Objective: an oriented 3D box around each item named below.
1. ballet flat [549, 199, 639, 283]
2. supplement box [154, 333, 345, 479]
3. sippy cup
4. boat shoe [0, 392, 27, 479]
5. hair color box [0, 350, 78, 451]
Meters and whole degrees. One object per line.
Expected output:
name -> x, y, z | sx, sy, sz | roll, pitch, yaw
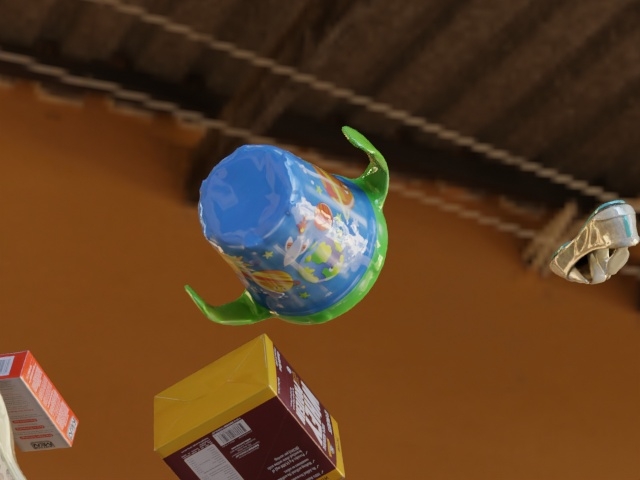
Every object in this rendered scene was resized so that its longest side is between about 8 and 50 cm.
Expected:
ballet flat -> 0.259, 0.015, 1.723 | 0.057, 0.052, 0.168 | -15, -17, -13
supplement box -> -0.100, 0.274, 2.534 | 0.191, 0.129, 0.194 | -30, -61, 12
sippy cup -> -0.054, -0.023, 2.592 | 0.240, 0.305, 0.224 | 6, -18, 32
boat shoe -> -0.396, 0.292, 2.107 | 0.105, 0.285, 0.089 | -11, 11, 38
hair color box -> -0.355, 0.195, 2.181 | 0.072, 0.043, 0.141 | -7, -45, 19
